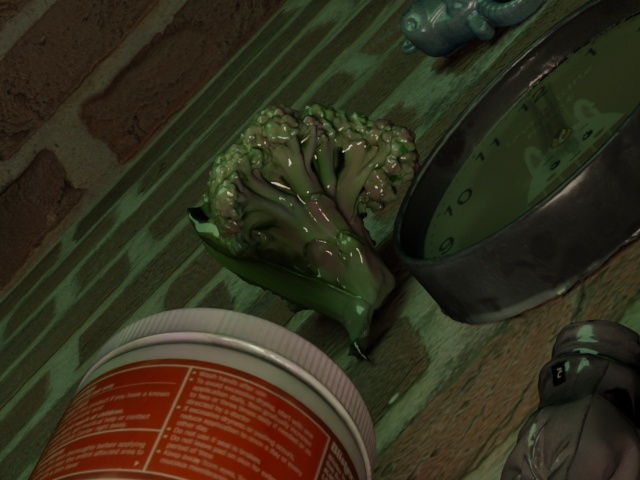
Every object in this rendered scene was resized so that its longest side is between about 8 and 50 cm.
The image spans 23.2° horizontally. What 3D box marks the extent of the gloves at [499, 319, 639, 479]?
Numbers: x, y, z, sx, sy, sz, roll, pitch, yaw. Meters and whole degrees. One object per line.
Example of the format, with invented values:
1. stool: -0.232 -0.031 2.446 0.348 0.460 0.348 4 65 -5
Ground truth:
1. gloves: 0.145 0.154 0.977 0.285 0.119 0.142 -42 -2 -39

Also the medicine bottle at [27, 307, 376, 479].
1. medicine bottle: -0.099 0.217 1.186 0.252 0.252 0.241 -36 19 33

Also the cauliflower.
1. cauliflower: 0.000 0.000 1.594 0.239 0.315 0.256 -17 -35 -29

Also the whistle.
1. whistle: 0.208 -0.320 1.979 0.269 0.093 0.180 -39 42 24

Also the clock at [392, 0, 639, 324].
1. clock: 0.222 -0.092 1.425 0.386 0.076 0.386 -42 17 16
